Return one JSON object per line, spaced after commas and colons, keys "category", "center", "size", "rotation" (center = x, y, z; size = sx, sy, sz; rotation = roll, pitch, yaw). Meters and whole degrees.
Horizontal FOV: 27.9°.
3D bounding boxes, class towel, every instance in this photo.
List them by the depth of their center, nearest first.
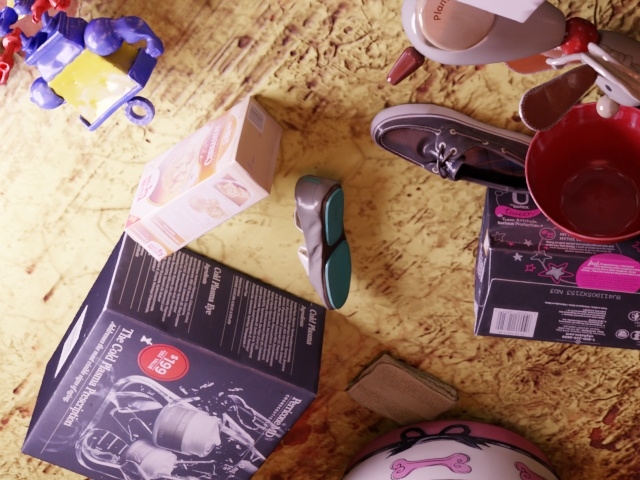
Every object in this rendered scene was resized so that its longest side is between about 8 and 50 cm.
{"category": "towel", "center": [0.122, 0.230, 1.918], "size": [0.148, 0.027, 0.110], "rotation": [29, 128, -18]}

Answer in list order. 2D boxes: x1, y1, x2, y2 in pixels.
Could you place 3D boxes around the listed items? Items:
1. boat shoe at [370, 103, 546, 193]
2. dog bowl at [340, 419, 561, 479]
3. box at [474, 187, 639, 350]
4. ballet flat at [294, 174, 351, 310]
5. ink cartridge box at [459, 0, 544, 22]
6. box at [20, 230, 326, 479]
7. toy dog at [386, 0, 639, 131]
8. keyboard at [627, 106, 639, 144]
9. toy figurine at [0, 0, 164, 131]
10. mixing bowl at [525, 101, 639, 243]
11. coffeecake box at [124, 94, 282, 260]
{"category": "boat shoe", "center": [0.173, -0.104, 1.595], "size": [0.228, 0.076, 0.080], "rotation": [16, 130, -8]}
{"category": "dog bowl", "center": [0.202, 0.435, 1.989], "size": [0.408, 0.150, 0.408], "rotation": [1, 135, 1]}
{"category": "box", "center": [0.327, 0.033, 1.654], "size": [0.247, 0.142, 0.163], "rotation": [5, 132, 3]}
{"category": "ballet flat", "center": [0.000, 0.000, 1.720], "size": [0.068, 0.072, 0.213], "rotation": [19, 135, 26]}
{"category": "ink cartridge box", "center": [0.105, -0.375, 1.261], "size": [0.306, 0.226, 0.131], "rotation": [18, 162, -10]}
{"category": "box", "center": [-0.208, 0.198, 1.826], "size": [0.312, 0.179, 0.343], "rotation": [23, 129, -15]}
{"category": "toy dog", "center": [0.209, -0.201, 1.437], "size": [0.334, 0.220, 0.161], "rotation": [30, 115, 2]}
{"category": "keyboard", "center": [0.459, -0.162, 1.548], "size": [0.201, 0.033, 0.317], "rotation": [-14, 126, 16]}
{"category": "toy figurine", "center": [-0.304, -0.176, 1.521], "size": [0.217, 0.191, 0.362], "rotation": [35, 126, -28]}
{"category": "mixing bowl", "center": [0.339, -0.065, 1.547], "size": [0.181, 0.181, 0.098], "rotation": [-3, 156, 9]}
{"category": "coffeecake box", "center": [-0.145, -0.077, 1.607], "size": [0.185, 0.142, 0.068], "rotation": [-30, 121, 27]}
